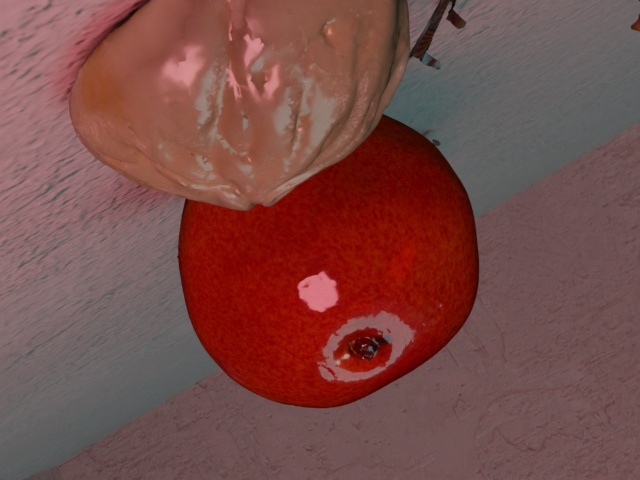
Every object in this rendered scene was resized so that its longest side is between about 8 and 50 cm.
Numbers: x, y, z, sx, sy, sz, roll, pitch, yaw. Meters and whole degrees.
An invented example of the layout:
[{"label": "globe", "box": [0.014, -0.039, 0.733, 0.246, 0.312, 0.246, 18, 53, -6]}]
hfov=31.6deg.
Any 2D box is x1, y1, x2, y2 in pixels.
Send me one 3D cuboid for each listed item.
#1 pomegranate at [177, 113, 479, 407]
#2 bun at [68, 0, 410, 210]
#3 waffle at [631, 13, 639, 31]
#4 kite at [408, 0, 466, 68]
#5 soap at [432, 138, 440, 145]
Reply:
[{"label": "pomegranate", "box": [0.000, 0.000, 0.838, 0.221, 0.221, 0.256, -30, -155, 6]}, {"label": "bun", "box": [-0.033, -0.072, 0.573, 0.183, 0.102, 0.183, -28, 170, -6]}, {"label": "waffle", "box": [0.445, -0.256, 0.849, 0.376, 0.114, 0.261, -26, -168, -24]}, {"label": "kite", "box": [0.080, -0.145, 0.690, 0.127, 0.016, 0.229, -57, 175, 1]}, {"label": "soap", "box": [0.027, -0.030, 1.162, 0.173, 0.089, 0.274, -32, 172, 23]}]
